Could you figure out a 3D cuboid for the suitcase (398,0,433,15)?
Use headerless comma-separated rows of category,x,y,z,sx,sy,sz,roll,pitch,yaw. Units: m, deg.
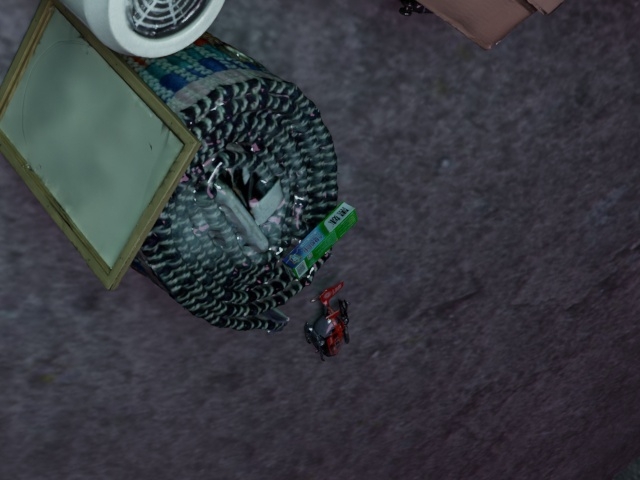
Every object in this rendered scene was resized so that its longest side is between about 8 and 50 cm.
suitcase,0.122,-0.255,0.846,0.126,0.059,0.086,-10,137,-31

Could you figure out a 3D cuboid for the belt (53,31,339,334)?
belt,-0.103,-0.053,0.805,0.207,0.160,0.295,-52,149,-8

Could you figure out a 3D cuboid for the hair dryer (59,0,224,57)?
hair dryer,-0.061,-0.217,0.684,0.357,0.173,0.107,-11,138,-49

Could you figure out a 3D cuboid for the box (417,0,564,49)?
box,0.063,-0.268,0.665,0.086,0.215,0.215,-39,146,25

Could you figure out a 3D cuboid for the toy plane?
toy plane,0.013,0.106,1.159,0.060,0.037,0.145,-29,143,-17

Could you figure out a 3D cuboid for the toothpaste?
toothpaste,0.000,0.000,0.824,0.083,0.017,0.020,-45,145,-20

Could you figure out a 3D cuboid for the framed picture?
framed picture,-0.178,-0.079,0.680,0.010,0.201,0.136,0,131,-55
